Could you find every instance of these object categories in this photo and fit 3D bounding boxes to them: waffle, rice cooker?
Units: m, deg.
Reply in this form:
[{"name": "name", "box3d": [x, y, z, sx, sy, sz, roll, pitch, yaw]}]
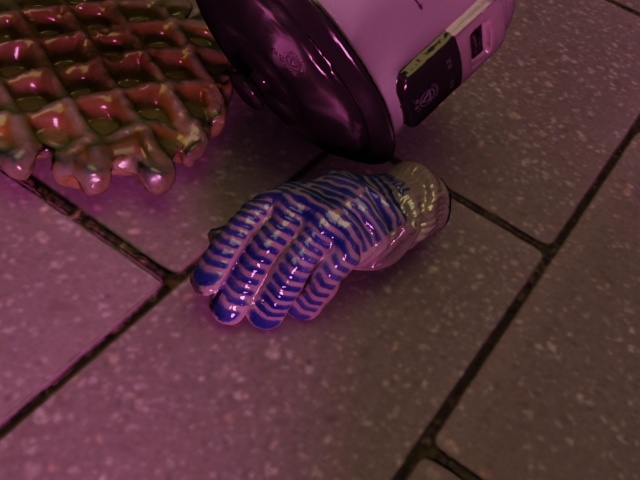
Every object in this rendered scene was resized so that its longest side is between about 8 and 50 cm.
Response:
[{"name": "waffle", "box3d": [-0.221, -0.155, 0.725, 0.292, 0.056, 0.309, 15, 45, -1]}, {"name": "rice cooker", "box3d": [0.018, -0.195, 0.673, 0.227, 0.280, 0.241, -43, 66, -9]}]

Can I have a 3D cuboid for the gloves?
[{"name": "gloves", "box3d": [0.002, -0.006, 0.631, 0.229, 0.097, 0.119, -29, 30, -29]}]
